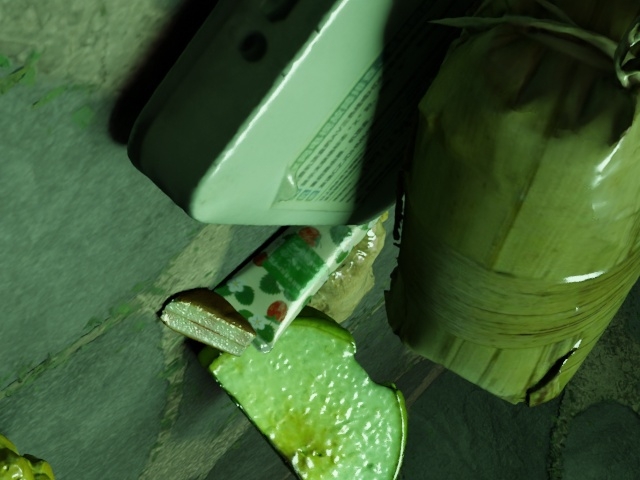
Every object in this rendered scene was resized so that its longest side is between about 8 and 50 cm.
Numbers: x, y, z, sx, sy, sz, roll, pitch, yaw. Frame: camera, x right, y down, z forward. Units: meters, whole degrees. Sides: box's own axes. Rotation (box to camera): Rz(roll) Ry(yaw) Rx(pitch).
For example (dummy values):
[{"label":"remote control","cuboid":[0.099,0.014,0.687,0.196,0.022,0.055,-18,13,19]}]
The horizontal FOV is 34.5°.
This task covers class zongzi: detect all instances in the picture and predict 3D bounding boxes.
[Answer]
[{"label":"zongzi","cuboid":[0.229,-0.162,0.867,0.500,0.218,0.467,91,23,-57]}]

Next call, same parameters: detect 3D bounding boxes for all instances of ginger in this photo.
[{"label":"ginger","cuboid":[0.026,0.042,1.323,0.137,0.074,0.213,-47,170,-29]}]

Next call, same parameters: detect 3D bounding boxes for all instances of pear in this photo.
[{"label":"pear","cuboid":[-0.018,0.195,1.289,0.159,0.292,0.292,-40,162,-12]}]

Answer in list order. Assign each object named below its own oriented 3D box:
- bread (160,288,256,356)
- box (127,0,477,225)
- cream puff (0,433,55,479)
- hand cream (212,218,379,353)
[{"label":"bread","cuboid":[-0.123,0.080,1.102,0.109,0.062,0.043,27,110,-28]},{"label":"box","cuboid":[0.065,-0.181,0.838,0.396,0.111,0.396,-51,162,16]},{"label":"cream puff","cuboid":[-0.302,0.246,0.940,0.156,0.121,0.156,-45,160,-21]},{"label":"hand cream","cuboid":[0.000,0.000,1.163,0.276,0.095,0.059,-46,-171,-10]}]
